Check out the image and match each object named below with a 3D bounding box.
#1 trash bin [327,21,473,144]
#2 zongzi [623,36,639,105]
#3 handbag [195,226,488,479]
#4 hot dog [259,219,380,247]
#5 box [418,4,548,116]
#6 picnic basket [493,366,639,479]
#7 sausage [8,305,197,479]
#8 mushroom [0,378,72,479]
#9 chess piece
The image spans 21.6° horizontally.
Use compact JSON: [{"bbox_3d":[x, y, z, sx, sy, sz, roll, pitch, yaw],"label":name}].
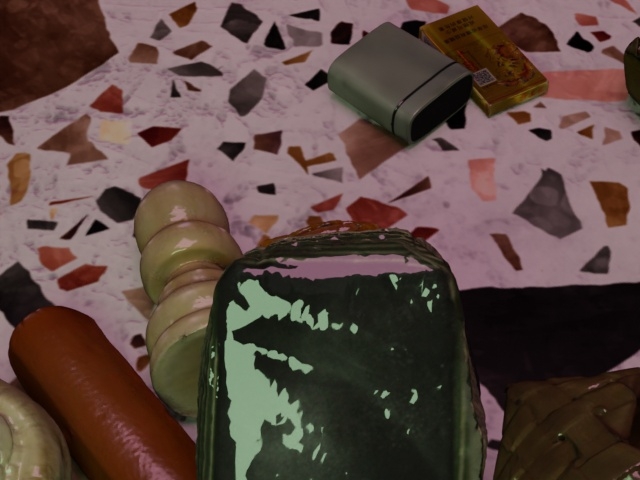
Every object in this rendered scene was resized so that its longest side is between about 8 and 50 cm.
[{"bbox_3d":[0.093,-0.184,1.948,0.130,0.059,0.116,36,58,27],"label":"trash bin"},{"bbox_3d":[0.424,-0.106,1.852,0.260,0.123,0.289,21,57,22],"label":"zongzi"},{"bbox_3d":[0.021,0.155,1.490,0.247,0.240,0.340,0,93,2],"label":"handbag"},{"bbox_3d":[0.000,-0.001,1.815,0.137,0.028,0.044,-9,44,-6],"label":"hot dog"},{"bbox_3d":[0.194,-0.216,1.999,0.089,0.022,0.156,-26,55,-19],"label":"box"},{"bbox_3d":[0.309,0.267,1.396,0.337,0.293,0.337,-19,42,18],"label":"picnic basket"},{"bbox_3d":[-0.193,0.186,1.614,0.097,0.094,0.348,-32,58,-19],"label":"sausage"},{"bbox_3d":[-0.342,0.226,1.489,0.254,0.234,0.260,-32,57,-19],"label":"mushroom"},{"bbox_3d":[-0.127,0.046,1.720,0.143,0.142,0.261,-11,44,-10],"label":"chess piece"}]
